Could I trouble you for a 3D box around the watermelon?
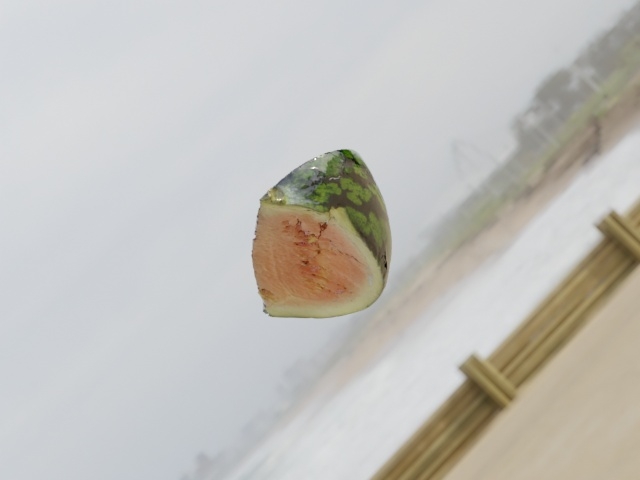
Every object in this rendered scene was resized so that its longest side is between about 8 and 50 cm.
[{"bbox_3d":[0.013,0.006,0.866,0.087,0.069,0.163,-37,-19,-16],"label":"watermelon"}]
